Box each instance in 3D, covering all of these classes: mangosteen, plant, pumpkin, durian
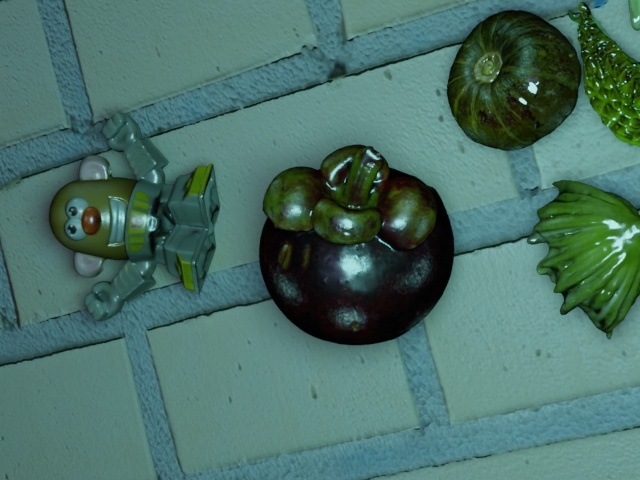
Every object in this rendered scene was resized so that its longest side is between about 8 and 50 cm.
[{"bbox_3d":[0.054,-0.004,1.632,0.307,0.347,0.307,-3,51,4],"label":"mangosteen"},{"bbox_3d":[0.476,-0.011,1.540,0.333,0.180,0.251,-28,82,43],"label":"plant"},{"bbox_3d":[0.303,-0.238,1.645,0.219,0.162,0.219,-17,63,36],"label":"pumpkin"},{"bbox_3d":[0.475,-0.205,1.600,0.106,0.132,0.375,-41,64,20],"label":"durian"}]

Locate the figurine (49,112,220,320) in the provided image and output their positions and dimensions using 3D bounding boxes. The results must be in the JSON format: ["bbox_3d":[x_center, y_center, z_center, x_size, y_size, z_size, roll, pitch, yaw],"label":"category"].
[{"bbox_3d":[-0.326,-0.034,1.830,0.285,0.167,0.342,9,73,9],"label":"figurine"}]

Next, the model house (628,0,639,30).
[{"bbox_3d":[0.515,-0.430,1.581,0.214,0.195,0.189,49,140,18],"label":"model house"}]
